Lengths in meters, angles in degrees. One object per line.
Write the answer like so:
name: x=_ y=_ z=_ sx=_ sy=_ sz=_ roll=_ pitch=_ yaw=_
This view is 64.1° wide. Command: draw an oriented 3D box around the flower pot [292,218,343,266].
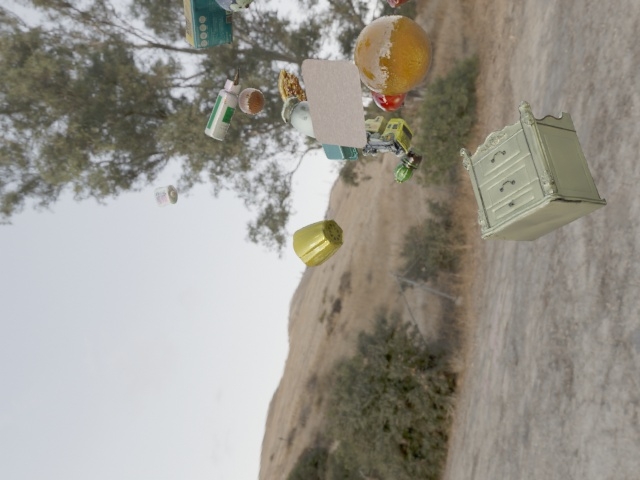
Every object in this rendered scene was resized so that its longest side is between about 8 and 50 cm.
flower pot: x=0.000 y=0.000 z=2.285 sx=0.179 sy=0.195 sz=0.195 roll=-31 pitch=27 yaw=39

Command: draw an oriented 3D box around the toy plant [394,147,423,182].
toy plant: x=0.394 y=-0.335 z=2.320 sx=0.162 sy=0.092 sz=0.093 roll=-61 pitch=1 yaw=29

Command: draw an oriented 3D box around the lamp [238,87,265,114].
lamp: x=-0.343 y=-0.691 z=2.542 sx=0.136 sy=0.136 sz=0.137 roll=12 pitch=-90 yaw=-82

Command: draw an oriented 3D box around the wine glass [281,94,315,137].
wine glass: x=-0.037 y=-0.430 z=1.806 sx=0.111 sy=0.204 sz=0.111 roll=-43 pitch=-27 yaw=-29

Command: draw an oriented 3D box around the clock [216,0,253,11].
clock: x=-0.258 y=-0.828 z=1.625 sx=0.199 sy=0.146 sz=0.243 roll=-38 pitch=23 yaw=41

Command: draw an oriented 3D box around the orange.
orange: x=0.243 y=-0.631 z=1.745 sx=0.274 sy=0.274 sz=0.275 roll=12 pitch=-90 yaw=-82

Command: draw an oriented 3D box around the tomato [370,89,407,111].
tomato: x=0.289 y=-0.640 z=2.188 sx=0.187 sy=0.151 sz=0.187 roll=-176 pitch=90 yaw=-70

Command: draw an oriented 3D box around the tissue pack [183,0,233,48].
tissue pack: x=-0.478 y=-0.972 z=2.169 sx=0.192 sy=0.134 sz=0.271 roll=-20 pitch=-37 yaw=-25

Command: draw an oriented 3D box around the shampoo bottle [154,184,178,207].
shampoo bottle: x=-0.543 y=-0.159 z=1.806 sx=0.043 sy=0.099 sz=0.072 roll=-20 pitch=-81 yaw=-47

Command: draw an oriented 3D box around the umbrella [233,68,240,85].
umbrella: x=-0.331 y=-0.642 z=2.021 sx=0.031 sy=0.020 sz=0.083 roll=-35 pitch=-17 yaw=-41

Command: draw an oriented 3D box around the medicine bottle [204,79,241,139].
medicine bottle: x=-0.434 y=-0.587 z=2.298 sx=0.260 sy=0.095 sz=0.095 roll=-66 pitch=-5 yaw=15

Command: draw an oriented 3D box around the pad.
pad: x=0.041 y=-0.384 z=1.451 sx=0.002 sy=0.176 sz=0.266 roll=-56 pitch=-33 yaw=-39

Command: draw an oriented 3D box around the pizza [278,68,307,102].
pizza: x=-0.125 y=-0.696 z=2.425 sx=0.058 sy=0.127 sz=0.247 roll=-140 pitch=29 yaw=-65

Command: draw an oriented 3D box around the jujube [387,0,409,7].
jujube: x=0.328 y=-1.148 z=2.198 sx=0.190 sy=0.189 sz=0.256 roll=-62 pitch=-42 yaw=-62

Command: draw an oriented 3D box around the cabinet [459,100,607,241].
cabinet: x=0.622 y=-0.197 z=1.546 sx=0.290 sy=0.227 sz=0.318 roll=-41 pitch=53 yaw=56

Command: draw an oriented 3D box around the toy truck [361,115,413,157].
toy truck: x=0.262 y=-0.450 z=2.168 sx=0.124 sy=0.272 sz=0.157 roll=37 pitch=-107 yaw=-43

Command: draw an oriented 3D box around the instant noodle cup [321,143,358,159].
instant noodle cup: x=0.062 y=-0.397 z=2.064 sx=0.070 sy=0.157 sz=0.179 roll=-38 pitch=-61 yaw=-30
